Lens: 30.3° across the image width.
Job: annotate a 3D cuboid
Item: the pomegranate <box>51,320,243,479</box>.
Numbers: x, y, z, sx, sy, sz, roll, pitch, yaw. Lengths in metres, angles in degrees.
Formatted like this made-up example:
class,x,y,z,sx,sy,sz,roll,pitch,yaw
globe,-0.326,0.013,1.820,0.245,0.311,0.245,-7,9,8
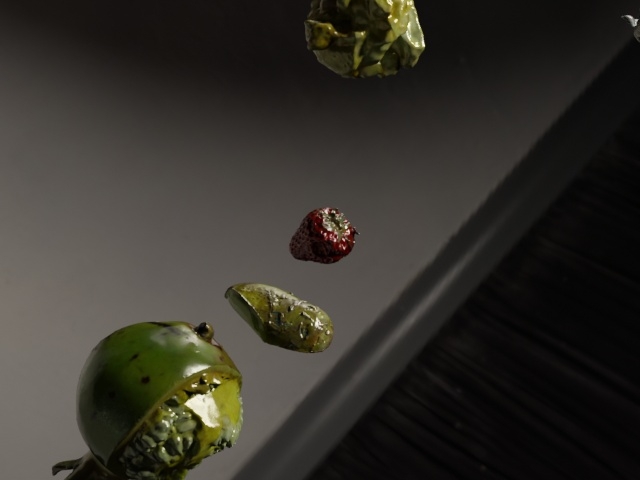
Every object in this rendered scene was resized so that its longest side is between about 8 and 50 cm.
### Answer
class,x,y,z,sx,sy,sz,roll,pitch,yaw
pomegranate,-0.265,0.262,1.769,0.340,0.260,0.260,-41,128,5

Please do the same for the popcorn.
class,x,y,z,sx,sy,sz,roll,pitch,yaw
popcorn,0.060,-0.335,1.822,0.185,0.167,0.187,-31,158,0

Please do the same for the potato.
class,x,y,z,sx,sy,sz,roll,pitch,yaw
potato,-0.067,0.113,1.925,0.119,0.198,0.054,-28,140,-43

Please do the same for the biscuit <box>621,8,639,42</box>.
class,x,y,z,sx,sy,sz,roll,pitch,yaw
biscuit,0.463,-0.196,1.322,0.079,0.309,0.186,-19,155,-16

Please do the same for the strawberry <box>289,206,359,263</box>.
class,x,y,z,sx,sy,sz,roll,pitch,yaw
strawberry,0.000,0.000,1.409,0.073,0.073,0.083,18,137,-38
